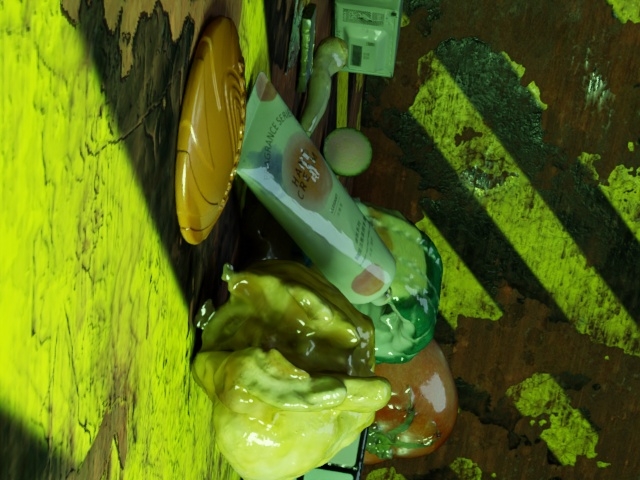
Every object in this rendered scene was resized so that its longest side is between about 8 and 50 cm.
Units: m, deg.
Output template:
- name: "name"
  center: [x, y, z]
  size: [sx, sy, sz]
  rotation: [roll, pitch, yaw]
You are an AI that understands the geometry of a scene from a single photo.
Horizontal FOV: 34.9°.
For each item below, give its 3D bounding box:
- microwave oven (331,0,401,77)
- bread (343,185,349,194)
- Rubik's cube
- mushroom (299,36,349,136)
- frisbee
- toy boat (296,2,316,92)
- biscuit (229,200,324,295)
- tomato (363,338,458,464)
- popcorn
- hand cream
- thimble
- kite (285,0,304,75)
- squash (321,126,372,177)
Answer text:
- name: "microwave oven"
  center: [0.086, -0.416, 1.853]
  size: [0.208, 0.123, 0.162]
  rotation: [88, 11, -65]
- name: "bread"
  center: [0.000, 0.000, 1.819]
  size: [0.114, 0.083, 0.211]
  rotation: [103, -3, -72]
- name: "Rubik's cube"
  center: [-0.022, 0.346, 1.583]
  size: [0.183, 0.180, 0.167]
  rotation: [77, 23, -74]
- name: "mushroom"
  center: [-0.001, -0.233, 1.573]
  size: [0.059, 0.054, 0.202]
  rotation: [95, 10, -57]
- name: "frisbee"
  center: [-0.082, -0.090, 0.849]
  size: [0.192, 0.035, 0.192]
  rotation: [10, 90, -86]
- name: "toy boat"
  center: [-0.020, -0.272, 1.442]
  size: [0.063, 0.016, 0.115]
  rotation: [-75, 172, -54]
- name: "biscuit"
  center: [-0.037, 0.025, 1.189]
  size: [0.180, 0.039, 0.236]
  rotation: [35, 69, -52]
- name: "tomato"
  center: [0.094, 0.271, 1.944]
  size: [0.341, 0.342, 0.272]
  rotation: [93, 1, -55]
- name: "popcorn"
  center: [-0.035, 0.127, 0.970]
  size: [0.190, 0.191, 0.253]
  rotation: [-55, 172, 4]
- name: "hand cream"
  center: [0.002, -0.031, 1.134]
  size: [0.340, 0.078, 0.124]
  rotation: [54, 43, -43]
- name: "thimble"
  center: [0.061, 0.068, 1.612]
  size: [0.288, 0.254, 0.167]
  rotation: [70, 25, -50]
- name: "kite"
  center: [-0.031, -0.279, 1.337]
  size: [0.139, 0.011, 0.156]
  rotation: [97, 5, -67]
- name: "squash"
  center: [0.036, -0.168, 2.075]
  size: [0.132, 0.105, 0.105]
  rotation: [155, -54, -72]
